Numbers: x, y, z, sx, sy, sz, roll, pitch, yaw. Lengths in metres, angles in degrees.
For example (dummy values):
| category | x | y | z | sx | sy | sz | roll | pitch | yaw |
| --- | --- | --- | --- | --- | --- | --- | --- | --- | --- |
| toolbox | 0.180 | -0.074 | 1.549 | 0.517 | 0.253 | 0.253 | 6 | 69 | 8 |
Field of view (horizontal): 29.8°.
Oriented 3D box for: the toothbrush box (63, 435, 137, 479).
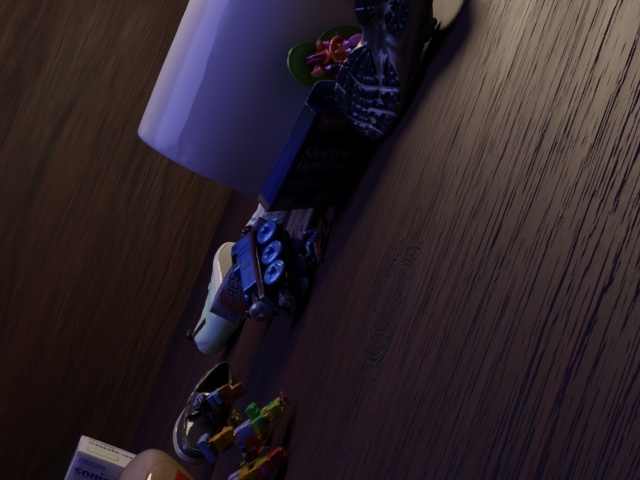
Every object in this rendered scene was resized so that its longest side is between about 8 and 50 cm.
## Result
| category | x | y | z | sx | sy | sz | roll | pitch | yaw |
| --- | --- | --- | --- | --- | --- | --- | --- | --- | --- |
| toothbrush box | -0.433 | 0.561 | 2.380 | 0.122 | 0.206 | 0.283 | -150 | 83 | -81 |

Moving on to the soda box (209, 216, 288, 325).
| category | x | y | z | sx | sy | sz | roll | pitch | yaw |
| --- | --- | --- | --- | --- | --- | --- | --- | --- | --- |
| soda box | -0.121 | 0.052 | 2.010 | 0.183 | 0.058 | 0.063 | -60 | 8 | 31 |

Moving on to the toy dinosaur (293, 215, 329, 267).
| category | x | y | z | sx | sy | sz | roll | pitch | yaw |
| --- | --- | --- | --- | --- | --- | --- | --- | --- | --- |
| toy dinosaur | 0.000 | 0.000 | 1.825 | 0.090 | 0.047 | 0.082 | 11 | 66 | 47 |

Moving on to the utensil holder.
| category | x | y | z | sx | sy | sz | roll | pitch | yaw |
| --- | --- | --- | --- | --- | --- | --- | --- | --- | --- |
| utensil holder | -0.094 | -0.294 | 2.027 | 0.327 | 0.327 | 0.385 | -109 | 42 | -76 |

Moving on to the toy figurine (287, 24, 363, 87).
| category | x | y | z | sx | sy | sz | roll | pitch | yaw |
| --- | --- | --- | --- | --- | --- | --- | --- | --- | --- |
| toy figurine | 0.060 | -0.283 | 1.779 | 0.159 | 0.173 | 0.130 | -23 | 71 | 61 |

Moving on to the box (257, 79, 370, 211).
| category | x | y | z | sx | sy | sz | roll | pitch | yaw |
| --- | --- | --- | --- | --- | --- | --- | --- | --- | --- |
| box | 0.007 | -0.138 | 1.784 | 0.036 | 0.136 | 0.225 | 51 | 130 | 32 |

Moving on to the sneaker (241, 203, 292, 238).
| category | x | y | z | sx | sy | sz | roll | pitch | yaw |
| --- | --- | --- | --- | --- | --- | --- | --- | --- | --- |
| sneaker | -0.082 | -0.054 | 2.273 | 0.086 | 0.085 | 0.237 | -37 | -22 | -51 |

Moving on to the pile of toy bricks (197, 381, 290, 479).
| category | x | y | z | sx | sy | sz | roll | pitch | yaw |
| --- | --- | --- | --- | --- | --- | --- | --- | --- | --- |
| pile of toy bricks | -0.084 | 0.234 | 1.547 | 0.105 | 0.118 | 0.212 | -34 | 5 | 7 |

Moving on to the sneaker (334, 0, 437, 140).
| category | x | y | z | sx | sy | sz | roll | pitch | yaw |
| --- | --- | --- | --- | --- | --- | --- | --- | --- | --- |
| sneaker | 0.108 | -0.264 | 1.655 | 0.122 | 0.110 | 0.283 | -31 | -33 | -41 |

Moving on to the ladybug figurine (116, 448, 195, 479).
| category | x | y | z | sx | sy | sz | roll | pitch | yaw |
| --- | --- | --- | --- | --- | --- | --- | --- | --- | --- |
| ladybug figurine | -0.243 | 0.480 | 1.618 | 0.449 | 0.162 | 0.305 | -80 | 15 | -55 |

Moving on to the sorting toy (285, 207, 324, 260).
| category | x | y | z | sx | sy | sz | roll | pitch | yaw |
| --- | --- | --- | --- | --- | --- | --- | --- | --- | --- |
| sorting toy | -0.037 | -0.005 | 2.012 | 0.208 | 0.038 | 0.193 | -66 | 8 | -22 |

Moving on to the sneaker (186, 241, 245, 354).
| category | x | y | z | sx | sy | sz | roll | pitch | yaw |
| --- | --- | --- | --- | --- | --- | --- | --- | --- | --- |
| sneaker | -0.208 | 0.119 | 2.466 | 0.151 | 0.094 | 0.256 | -54 | 17 | 33 |

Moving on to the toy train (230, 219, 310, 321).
| category | x | y | z | sx | sy | sz | roll | pitch | yaw |
| --- | --- | --- | --- | --- | --- | --- | --- | --- | --- |
| toy train | -0.078 | 0.050 | 1.840 | 0.105 | 0.080 | 0.184 | -40 | 35 | 21 |

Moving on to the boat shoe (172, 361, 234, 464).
| category | x | y | z | sx | sy | sz | roll | pitch | yaw |
| --- | --- | --- | --- | --- | --- | --- | --- | --- | --- |
| boat shoe | -0.198 | 0.290 | 2.074 | 0.223 | 0.080 | 0.073 | -74 | 5 | -58 |
